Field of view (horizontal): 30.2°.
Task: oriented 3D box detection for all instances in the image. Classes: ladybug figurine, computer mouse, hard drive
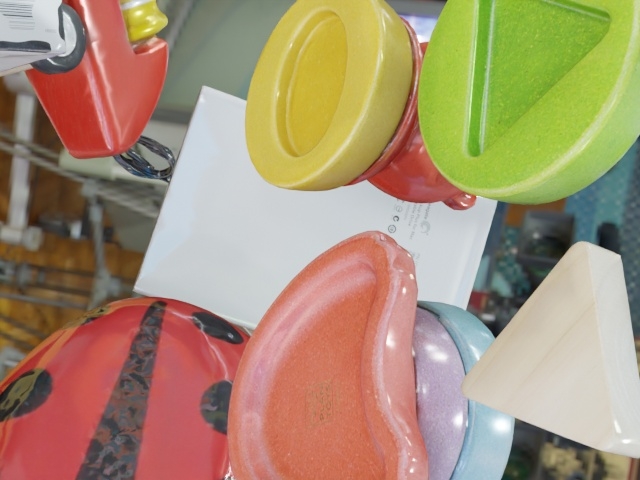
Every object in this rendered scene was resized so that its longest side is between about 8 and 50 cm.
[{"bbox_3d":[-0.141,0.195,0.848,0.449,0.305,0.162,-87,179,-49],"label":"ladybug figurine"},{"bbox_3d":[-0.156,-0.047,1.442,0.071,0.242,0.041,-42,-171,20],"label":"computer mouse"},{"bbox_3d":[0.000,0.000,1.134,0.040,0.308,0.203,158,-50,-77],"label":"hard drive"}]

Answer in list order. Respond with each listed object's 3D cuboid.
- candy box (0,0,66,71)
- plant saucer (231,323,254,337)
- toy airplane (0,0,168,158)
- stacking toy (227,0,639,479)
[{"bbox_3d":[-0.241,-0.208,0.772,0.070,0.165,0.196,-6,92,-41],"label":"candy box"},{"bbox_3d":[-0.125,0.077,1.368,0.029,0.168,0.168,-52,156,-18],"label":"plant saucer"},{"bbox_3d":[-0.206,-0.316,1.041,0.272,0.386,0.384,-8,137,-51],"label":"toy airplane"},{"bbox_3d":[0.084,0.003,0.600,0.130,0.279,0.309,17,69,-36],"label":"stacking toy"}]
